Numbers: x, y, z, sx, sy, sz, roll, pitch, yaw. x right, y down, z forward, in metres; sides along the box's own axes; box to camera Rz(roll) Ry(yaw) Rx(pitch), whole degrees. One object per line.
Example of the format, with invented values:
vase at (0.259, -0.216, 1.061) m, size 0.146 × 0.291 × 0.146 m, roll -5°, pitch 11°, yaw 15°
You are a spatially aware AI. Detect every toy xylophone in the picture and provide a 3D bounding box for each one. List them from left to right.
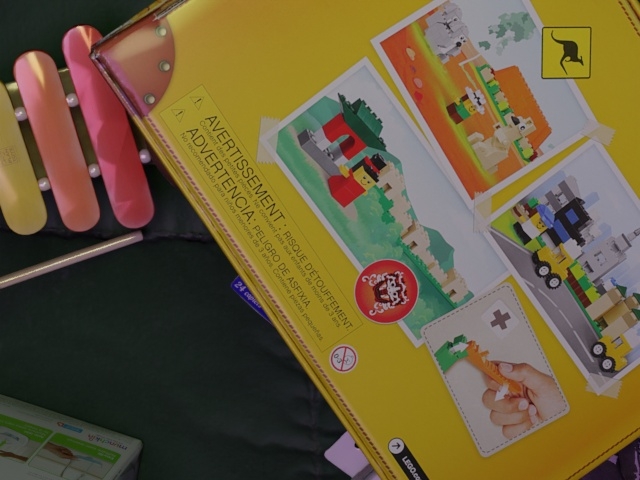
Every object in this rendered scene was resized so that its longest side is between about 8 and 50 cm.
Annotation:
toy xylophone at (-0.287, -0.063, 1.379) m, size 0.323 × 0.081 × 0.236 m, roll -23°, pitch 111°, yaw -2°

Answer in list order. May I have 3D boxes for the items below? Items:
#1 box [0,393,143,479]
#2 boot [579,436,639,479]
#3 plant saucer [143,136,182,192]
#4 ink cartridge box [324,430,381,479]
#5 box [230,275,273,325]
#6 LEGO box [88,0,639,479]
box at (-0.358, 0.278, 1.520) m, size 0.262 × 0.231 × 0.126 m, roll 16°, pitch 117°, yaw 9°
boot at (0.364, 0.264, 1.379) m, size 0.229 × 0.091 × 0.263 m, roll -16°, pitch 104°, yaw 29°
plant saucer at (-0.070, -0.114, 1.327) m, size 0.199 × 0.036 × 0.198 m, roll -1°, pitch 110°, yaw -3°
ink cartridge box at (0.100, 0.269, 1.464) m, size 0.198 × 0.067 × 0.115 m, roll 40°, pitch 119°, yaw -3°
box at (0.000, 0.000, 1.340) m, size 0.072 × 0.126 × 0.137 m, roll 42°, pitch 119°, yaw -3°
LEGO box at (0.103, -0.052, 1.161) m, size 0.372 × 0.193 × 0.500 m, roll -34°, pitch 101°, yaw -4°
